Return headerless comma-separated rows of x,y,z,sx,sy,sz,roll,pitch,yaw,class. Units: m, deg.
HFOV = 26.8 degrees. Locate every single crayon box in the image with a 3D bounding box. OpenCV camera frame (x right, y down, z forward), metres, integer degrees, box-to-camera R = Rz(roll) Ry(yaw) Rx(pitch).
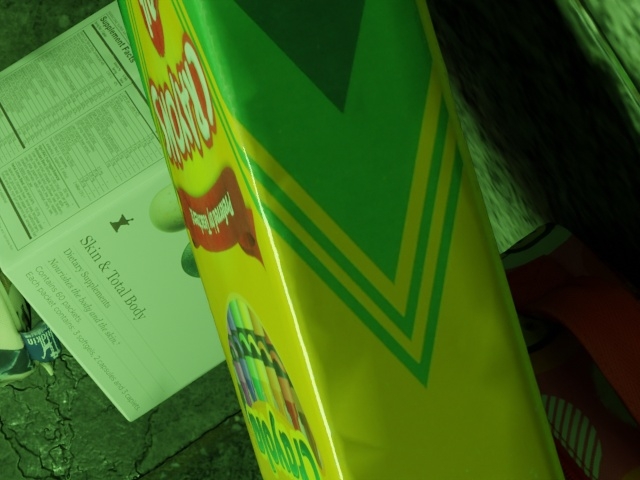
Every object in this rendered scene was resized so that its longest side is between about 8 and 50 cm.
0.000,0.000,0.536,0.202,0.081,0.318,169,84,-77,crayon box

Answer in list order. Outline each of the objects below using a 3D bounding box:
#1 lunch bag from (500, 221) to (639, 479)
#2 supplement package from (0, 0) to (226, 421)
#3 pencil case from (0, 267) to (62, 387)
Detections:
0.148,0.129,0.576,0.293,0.120,0.258,54,170,53,lunch bag
-0.107,-0.048,1.005,0.198,0.263,0.199,52,173,43,supplement package
-0.401,0.121,0.981,0.160,0.410,0.183,28,146,64,pencil case
